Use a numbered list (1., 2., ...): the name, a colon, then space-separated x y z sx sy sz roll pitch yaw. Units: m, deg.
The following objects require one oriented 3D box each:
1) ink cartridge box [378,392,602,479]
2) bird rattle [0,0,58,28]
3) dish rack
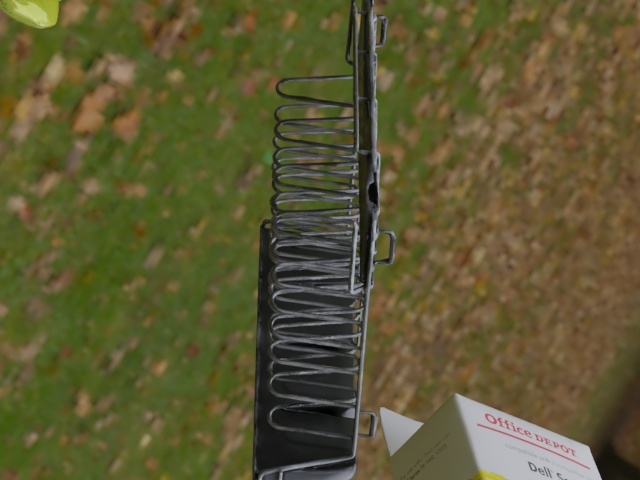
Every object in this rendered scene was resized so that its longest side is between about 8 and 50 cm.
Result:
1. ink cartridge box: 0.199 0.292 1.720 0.119 0.207 0.353 -48 -144 26
2. bird rattle: -0.236 -0.148 0.836 0.143 0.253 0.207 47 65 -36
3. dish rack: 0.000 0.000 0.996 0.271 0.074 0.208 95 -5 -47
